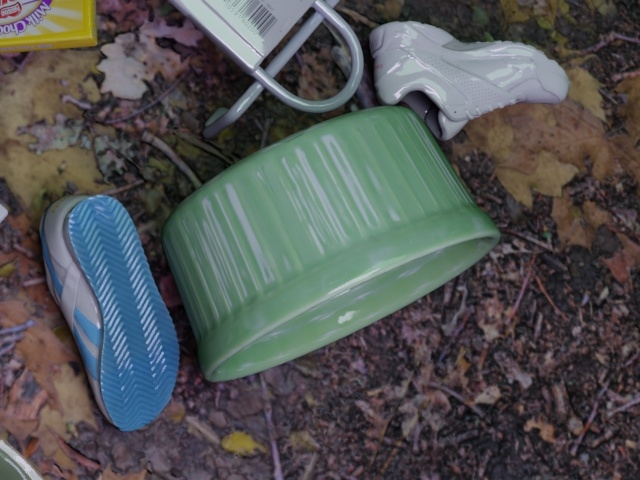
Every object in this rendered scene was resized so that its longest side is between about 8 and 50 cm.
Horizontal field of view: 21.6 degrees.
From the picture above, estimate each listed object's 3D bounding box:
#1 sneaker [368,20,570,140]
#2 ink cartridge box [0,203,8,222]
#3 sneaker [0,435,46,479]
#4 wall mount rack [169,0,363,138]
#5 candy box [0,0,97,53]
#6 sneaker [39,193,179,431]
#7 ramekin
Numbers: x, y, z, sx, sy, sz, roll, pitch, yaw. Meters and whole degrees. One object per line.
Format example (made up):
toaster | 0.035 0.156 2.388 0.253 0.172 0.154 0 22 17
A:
sneaker | 0.156 -0.158 1.800 0.232 0.090 0.115 8 79 -15
ink cartridge box | -0.387 0.007 1.452 0.128 0.127 0.176 45 61 -9
sneaker | -0.275 0.249 1.476 0.192 0.064 0.086 48 56 -10
wall mount rack | -0.088 -0.283 1.688 0.350 0.130 0.304 43 66 -10
candy box | -0.310 -0.224 1.557 0.205 0.027 0.105 -4 78 4
sneaker | -0.198 0.065 1.559 0.087 0.092 0.229 -19 105 -31
ramekin | 0.000 0.000 1.556 0.303 0.303 0.148 -20 79 -29
